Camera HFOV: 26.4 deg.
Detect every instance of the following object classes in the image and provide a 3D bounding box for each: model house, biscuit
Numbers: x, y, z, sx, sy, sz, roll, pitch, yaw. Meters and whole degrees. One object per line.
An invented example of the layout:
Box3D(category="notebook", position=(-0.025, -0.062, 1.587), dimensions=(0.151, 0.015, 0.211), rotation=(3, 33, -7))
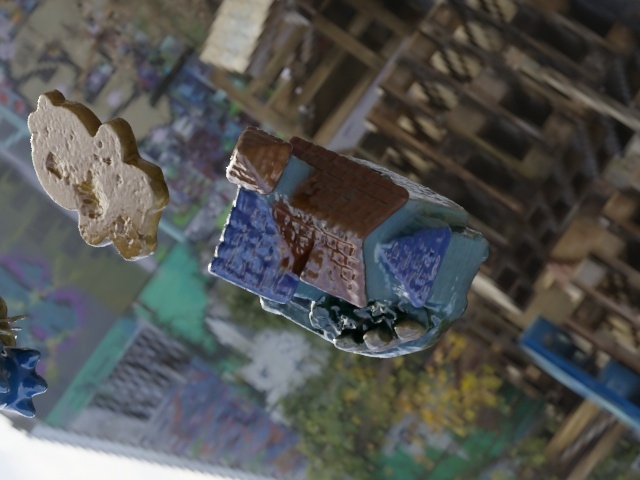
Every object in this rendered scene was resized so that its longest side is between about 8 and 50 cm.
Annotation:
Box3D(category="model house", position=(0.000, 0.000, 1.716), dimensions=(0.295, 0.251, 0.329), rotation=(28, -178, 31))
Box3D(category="biscuit", position=(-0.283, -0.085, 1.715), dimensions=(0.249, 0.184, 0.035), rotation=(35, -144, 28))

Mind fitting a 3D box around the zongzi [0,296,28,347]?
Box3D(category="zongzi", position=(-0.511, 0.300, 1.785), dimensions=(0.218, 0.466, 0.500), rotation=(-6, 171, -46))

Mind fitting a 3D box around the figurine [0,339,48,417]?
Box3D(category="figurine", position=(-0.346, 0.033, 1.002), dimensions=(0.298, 0.243, 0.416), rotation=(65, 157, 20))
